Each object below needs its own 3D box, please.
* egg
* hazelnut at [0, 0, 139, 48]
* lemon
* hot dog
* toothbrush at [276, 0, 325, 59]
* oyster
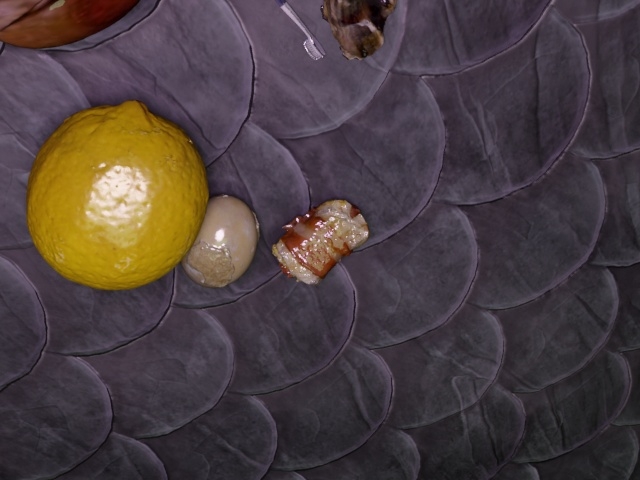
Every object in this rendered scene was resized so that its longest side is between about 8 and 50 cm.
[{"bbox_3d":[-0.206,0.004,1.374,0.164,0.164,0.201,16,112,-19],"label":"egg"},{"bbox_3d":[-0.395,-0.453,0.965,0.315,0.372,0.372,28,118,17],"label":"hazelnut"},{"bbox_3d":[-0.357,-0.074,1.213,0.336,0.336,0.336,-5,122,-8],"label":"lemon"},{"bbox_3d":[0.000,0.000,1.451,0.213,0.103,0.146,-36,99,2],"label":"hot dog"},{"bbox_3d":[-0.081,-0.439,1.211,0.026,0.024,0.288,-27,124,23],"label":"toothbrush"},{"bbox_3d":[0.088,-0.453,1.198,0.166,0.094,0.294,-14,129,-12],"label":"oyster"}]
